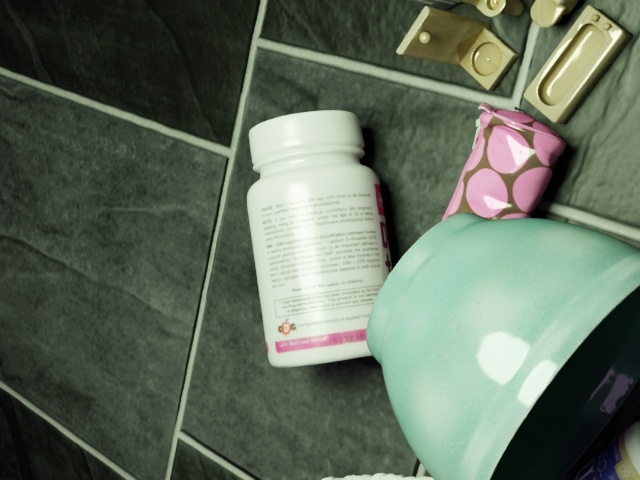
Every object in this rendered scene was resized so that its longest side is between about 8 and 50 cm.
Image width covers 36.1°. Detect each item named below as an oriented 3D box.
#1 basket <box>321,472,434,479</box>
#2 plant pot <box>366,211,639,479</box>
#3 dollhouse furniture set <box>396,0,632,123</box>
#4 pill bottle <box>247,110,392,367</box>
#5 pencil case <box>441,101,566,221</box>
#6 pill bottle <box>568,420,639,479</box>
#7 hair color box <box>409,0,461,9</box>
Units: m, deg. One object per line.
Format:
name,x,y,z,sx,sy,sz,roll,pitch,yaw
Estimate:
basket,-0.001,0.413,1.020,0.328,0.331,0.266,-26,79,62
plant pot,0.169,0.094,0.920,0.196,0.293,0.293,38,115,29
dollhouse furniture set,0.197,-0.203,1.007,0.151,0.123,0.144,49,121,28
pill bottle,0.000,0.000,1.157,0.160,0.160,0.282,-12,84,40
pencil case,0.179,-0.038,1.051,0.098,0.095,0.209,23,108,6
pill bottle,0.284,0.272,0.954,0.112,0.112,0.186,53,122,26
hair color box,0.206,-0.350,0.962,0.347,0.174,0.105,-19,80,40
